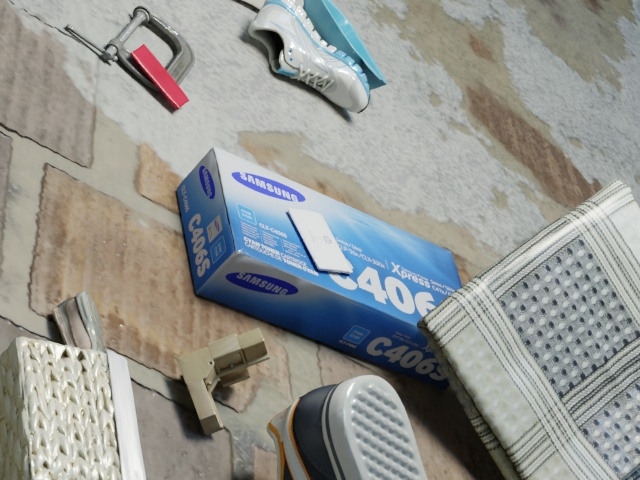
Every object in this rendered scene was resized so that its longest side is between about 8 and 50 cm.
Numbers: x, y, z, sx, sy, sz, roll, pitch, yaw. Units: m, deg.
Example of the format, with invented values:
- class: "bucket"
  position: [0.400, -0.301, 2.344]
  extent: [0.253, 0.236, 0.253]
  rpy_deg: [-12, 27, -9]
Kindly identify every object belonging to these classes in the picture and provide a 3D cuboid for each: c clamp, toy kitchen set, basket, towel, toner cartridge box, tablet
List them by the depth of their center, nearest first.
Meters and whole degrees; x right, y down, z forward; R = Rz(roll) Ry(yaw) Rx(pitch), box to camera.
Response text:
- class: "basket"
  position: [-0.215, 0.171, 1.360]
  extent: [0.103, 0.113, 0.167]
  rpy_deg: [21, 36, -32]
- class: "toy kitchen set"
  position: [-0.081, 0.141, 1.623]
  extent: [0.068, 0.083, 0.075]
  rpy_deg: [76, -8, -55]
- class: "tablet"
  position: [0.000, 0.000, 1.812]
  extent: [0.054, 0.006, 0.083]
  rpy_deg: [8, 45, -47]
- class: "toner cartridge box"
  position: [0.013, 0.034, 1.869]
  extent: [0.348, 0.075, 0.165]
  rpy_deg: [23, 34, -33]
- class: "towel"
  position: [0.303, 0.142, 1.870]
  extent: [0.312, 0.056, 0.324]
  rpy_deg: [-33, 95, -23]
- class: "c clamp"
  position: [-0.209, -0.232, 1.992]
  extent: [0.137, 0.022, 0.160]
  rpy_deg: [42, 29, -4]

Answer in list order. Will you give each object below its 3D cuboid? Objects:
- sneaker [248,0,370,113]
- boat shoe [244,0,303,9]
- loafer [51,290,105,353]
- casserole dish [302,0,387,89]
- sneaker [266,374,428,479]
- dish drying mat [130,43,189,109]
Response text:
- class: "sneaker"
  position: [-0.020, -0.224, 2.195]
  extent: [0.191, 0.071, 0.083]
  rpy_deg: [43, 51, -4]
- class: "boat shoe"
  position: [-0.101, -0.357, 2.257]
  extent: [0.184, 0.066, 0.063]
  rpy_deg: [22, 21, -30]
- class: "loafer"
  position: [-0.213, 0.104, 1.538]
  extent: [0.045, 0.039, 0.125]
  rpy_deg: [62, 8, -53]
- class: "casserole dish"
  position: [0.027, -0.268, 2.289]
  extent: [0.114, 0.037, 0.188]
  rpy_deg: [42, 15, -46]
- class: "sneaker"
  position: [0.044, 0.286, 1.546]
  extent: [0.126, 0.127, 0.321]
  rpy_deg: [-11, 84, -49]
- class: "dish drying mat"
  position: [-0.183, -0.187, 1.954]
  extent: [0.083, 0.008, 0.032]
  rpy_deg: [50, 36, -5]
